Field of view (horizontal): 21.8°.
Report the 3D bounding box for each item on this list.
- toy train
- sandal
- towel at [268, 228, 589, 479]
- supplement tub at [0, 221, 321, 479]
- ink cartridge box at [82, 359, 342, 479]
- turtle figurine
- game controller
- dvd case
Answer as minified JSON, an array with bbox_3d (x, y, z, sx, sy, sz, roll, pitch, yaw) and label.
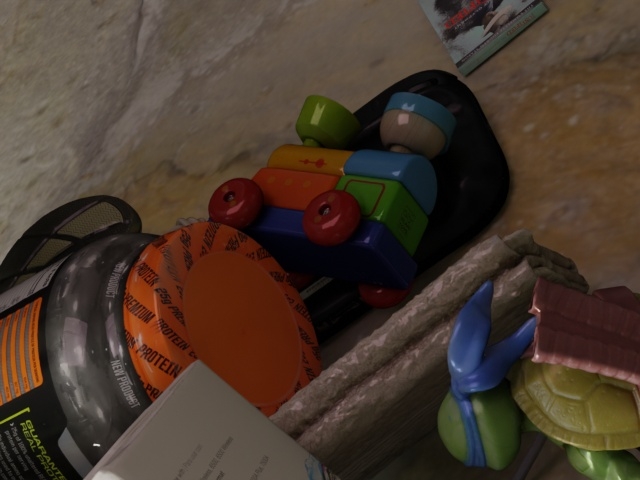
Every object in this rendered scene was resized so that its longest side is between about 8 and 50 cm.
[{"bbox_3d":[-0.023,-0.046,1.231,0.248,0.105,0.143,9,63,38],"label":"toy train"},{"bbox_3d":[-0.242,0.093,1.432,0.303,0.086,0.120,-59,40,10],"label":"sandal"},{"bbox_3d":[0.042,0.097,1.052,0.282,0.187,0.049,-40,72,10],"label":"towel"},{"bbox_3d":[-0.176,0.125,1.201,0.338,0.207,0.207,-26,41,33],"label":"supplement tub"},{"bbox_3d":[-0.051,0.217,0.902,0.171,0.232,0.168,-49,1,19],"label":"ink cartridge box"},{"bbox_3d":[0.209,0.105,0.937,0.266,0.275,0.198,-20,17,4],"label":"turtle figurine"},{"bbox_3d":[0.000,0.000,1.296,0.319,0.067,0.166,-36,52,16],"label":"game controller"},{"bbox_3d":[0.131,-0.194,1.369,0.087,0.013,0.119,-38,38,13],"label":"dvd case"}]
